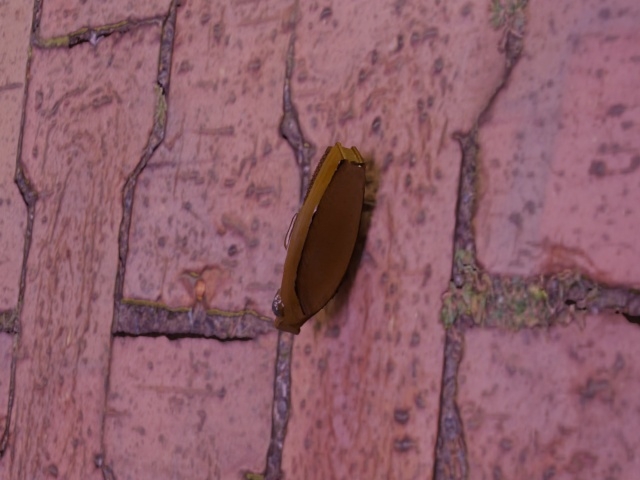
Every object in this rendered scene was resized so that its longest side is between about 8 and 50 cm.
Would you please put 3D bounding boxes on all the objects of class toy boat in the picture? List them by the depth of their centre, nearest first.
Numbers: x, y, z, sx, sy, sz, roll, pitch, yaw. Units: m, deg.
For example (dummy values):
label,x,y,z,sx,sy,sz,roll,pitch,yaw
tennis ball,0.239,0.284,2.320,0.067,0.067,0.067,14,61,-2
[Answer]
label,x,y,z,sx,sy,sz,roll,pitch,yaw
toy boat,0.000,0.000,1.304,0.049,0.047,0.149,-147,73,-69
